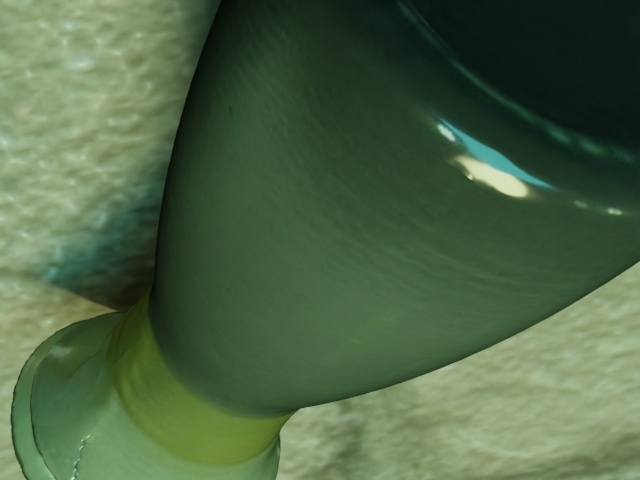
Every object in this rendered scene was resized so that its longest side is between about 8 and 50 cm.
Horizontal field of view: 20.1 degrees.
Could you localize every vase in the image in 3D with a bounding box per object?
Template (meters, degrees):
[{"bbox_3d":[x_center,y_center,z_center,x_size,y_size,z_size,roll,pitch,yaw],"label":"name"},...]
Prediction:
[{"bbox_3d":[0.000,0.000,0.666,0.173,0.173,0.321,18,140,-21],"label":"vase"}]
